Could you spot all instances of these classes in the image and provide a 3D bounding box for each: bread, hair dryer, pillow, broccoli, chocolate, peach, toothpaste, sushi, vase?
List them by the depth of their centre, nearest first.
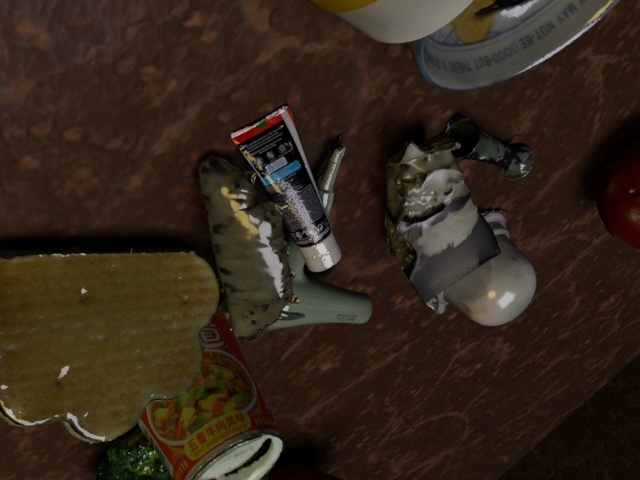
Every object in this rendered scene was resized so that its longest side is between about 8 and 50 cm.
[{"bbox_3d":[-0.233,0.106,0.752,0.287,0.056,0.207,4,86,-40],"label":"bread"},{"bbox_3d":[-0.029,-0.054,0.814,0.071,0.045,0.193,-32,118,-10],"label":"toothpaste"},{"bbox_3d":[-0.074,0.014,0.815,0.093,0.051,0.241,-3,118,9],"label":"pillow"},{"bbox_3d":[0.015,0.024,0.938,0.267,0.092,0.229,-48,132,11],"label":"hair dryer"},{"bbox_3d":[0.132,-0.054,0.974,0.134,0.109,0.272,-33,132,0],"label":"sushi"},{"bbox_3d":[0.235,-0.125,1.004,0.167,0.059,0.059,9,125,-48],"label":"vase"},{"bbox_3d":[-0.186,0.338,1.050,0.295,0.245,0.265,-34,113,32],"label":"broccoli"},{"bbox_3d":[0.272,0.071,1.200,0.221,0.147,0.221,-25,149,-17],"label":"chocolate"},{"bbox_3d":[0.593,-0.084,1.262,0.244,0.199,0.243,-16,144,-12],"label":"peach"}]

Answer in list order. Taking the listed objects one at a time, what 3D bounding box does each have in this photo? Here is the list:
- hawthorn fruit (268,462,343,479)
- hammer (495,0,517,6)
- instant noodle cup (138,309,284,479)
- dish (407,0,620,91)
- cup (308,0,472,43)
[{"bbox_3d":[-0.049,0.680,1.394,0.472,0.471,0.471,-25,145,-19],"label":"hawthorn fruit"},{"bbox_3d":[0.258,-0.361,0.769,0.103,0.029,0.246,-4,133,-41],"label":"hammer"},{"bbox_3d":[-0.150,0.197,0.896,0.193,0.212,0.193,-25,144,-19],"label":"instant noodle cup"},{"bbox_3d":[0.183,-0.284,0.694,0.274,0.133,0.273,-23,158,-10],"label":"dish"},{"bbox_3d":[0.016,-0.291,0.523,0.226,0.185,0.241,9,91,-42],"label":"cup"}]
